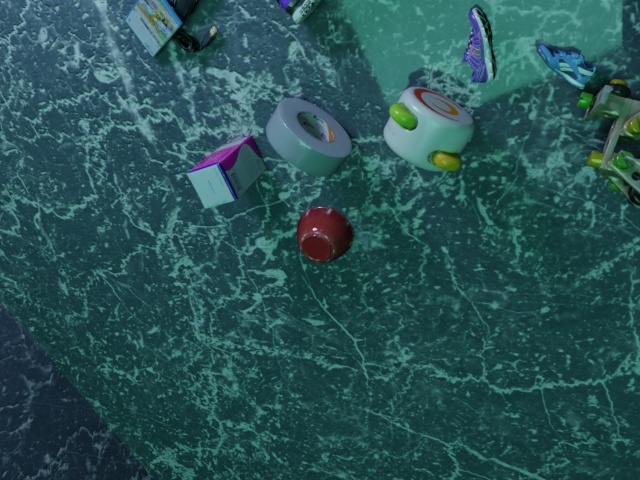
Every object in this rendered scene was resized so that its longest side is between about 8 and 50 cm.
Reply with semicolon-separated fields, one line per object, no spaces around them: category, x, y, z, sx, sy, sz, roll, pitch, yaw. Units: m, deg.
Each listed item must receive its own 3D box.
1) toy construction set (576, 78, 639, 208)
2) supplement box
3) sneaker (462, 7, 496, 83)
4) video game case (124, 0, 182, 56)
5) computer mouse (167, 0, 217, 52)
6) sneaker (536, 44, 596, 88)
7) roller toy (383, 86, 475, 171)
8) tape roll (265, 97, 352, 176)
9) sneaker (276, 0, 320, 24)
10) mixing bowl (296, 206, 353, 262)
toy construction set;0.648;-0.212;1.116;0.237;0.309;0.257;26;117;8
supplement box;-0.255;-0.195;1.469;0.114;0.220;0.111;-12;115;26
sneaker;0.355;-0.439;1.204;0.071;0.068;0.169;-3;120;27
video game case;-0.441;-0.576;1.389;0.166;0.015;0.119;-20;111;46
computer mouse;-0.329;-0.605;1.339;0.184;0.060;0.262;43;124;-9
sneaker;0.546;-0.399;1.172;0.144;0.053;0.059;29;126;-10
roller toy;0.259;-0.261;1.268;0.209;0.191;0.146;29;125;3
tape roll;-0.028;-0.265;1.348;0.219;0.219;0.072;36;126;-5
sneaker;-0.015;-0.645;1.182;0.146;0.102;0.293;43;124;-8
mixing bowl;0.000;0.000;1.576;0.182;0.098;0.181;9;122;15
